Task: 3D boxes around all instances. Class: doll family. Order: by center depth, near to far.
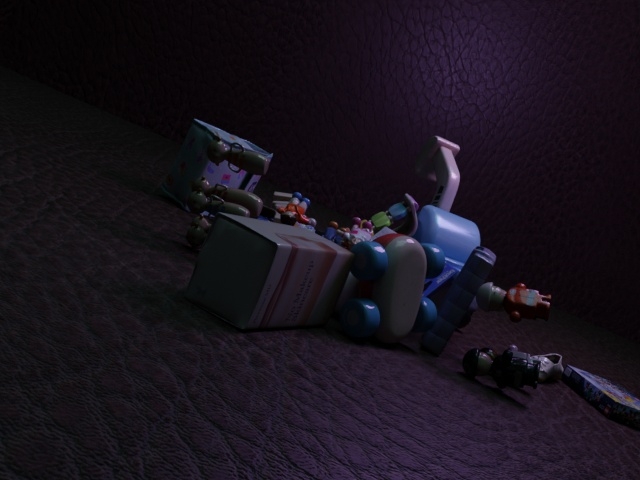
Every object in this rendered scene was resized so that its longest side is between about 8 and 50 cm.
[{"bbox_3d":[0.000,0.000,1.850,0.263,0.118,0.163,21,27,3],"label":"doll family"}]

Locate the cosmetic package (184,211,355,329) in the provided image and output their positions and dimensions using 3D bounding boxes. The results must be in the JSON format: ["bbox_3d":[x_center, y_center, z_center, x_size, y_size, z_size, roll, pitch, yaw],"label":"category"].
[{"bbox_3d":[-0.074,0.056,1.319,0.129,0.153,0.296,26,9,26],"label":"cosmetic package"}]

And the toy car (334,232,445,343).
[{"bbox_3d":[0.082,0.078,1.551,0.238,0.210,0.219,13,8,43],"label":"toy car"}]

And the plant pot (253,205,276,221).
[{"bbox_3d":[-0.180,-0.040,1.893,0.109,0.109,0.096,23,-4,-9],"label":"plant pot"}]

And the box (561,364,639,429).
[{"bbox_3d":[0.694,0.378,1.854,0.159,0.044,0.233,22,7,-13],"label":"box"}]

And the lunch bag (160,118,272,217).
[{"bbox_3d":[-0.261,-0.175,2.116,0.160,0.223,0.262,37,12,38],"label":"lunch bag"}]

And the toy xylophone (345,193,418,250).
[{"bbox_3d":[0.110,-0.012,2.040,0.081,0.322,0.236,61,-4,-14],"label":"toy xylophone"}]

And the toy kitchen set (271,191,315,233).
[{"bbox_3d":[-0.077,-0.007,2.046,0.122,0.166,0.207,8,43,-1],"label":"toy kitchen set"}]

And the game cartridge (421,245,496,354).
[{"bbox_3d":[0.315,0.122,1.756,0.068,0.230,0.355,27,7,11],"label":"game cartridge"}]

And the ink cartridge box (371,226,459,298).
[{"bbox_3d":[0.166,0.084,1.773,0.065,0.185,0.311,60,-14,-28],"label":"ink cartridge box"}]

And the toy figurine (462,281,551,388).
[{"bbox_3d":[0.381,0.190,1.592,0.148,0.213,0.209,9,-1,17],"label":"toy figurine"}]

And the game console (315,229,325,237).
[{"bbox_3d":[0.020,0.025,2.182,0.122,0.107,0.071,25,-21,7],"label":"game console"}]

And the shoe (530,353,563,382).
[{"bbox_3d":[0.519,0.294,1.850,0.076,0.058,0.219,29,9,35],"label":"shoe"}]

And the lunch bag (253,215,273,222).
[{"bbox_3d":[-0.137,-0.009,1.799,0.067,0.098,0.065,28,9,-12],"label":"lunch bag"}]

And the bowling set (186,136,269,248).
[{"bbox_3d":[-0.214,-0.047,1.560,0.154,0.287,0.200,18,40,8],"label":"bowling set"}]

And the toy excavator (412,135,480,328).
[{"bbox_3d":[0.319,-0.043,2.118,0.222,0.445,0.433,22,8,-18],"label":"toy excavator"}]
